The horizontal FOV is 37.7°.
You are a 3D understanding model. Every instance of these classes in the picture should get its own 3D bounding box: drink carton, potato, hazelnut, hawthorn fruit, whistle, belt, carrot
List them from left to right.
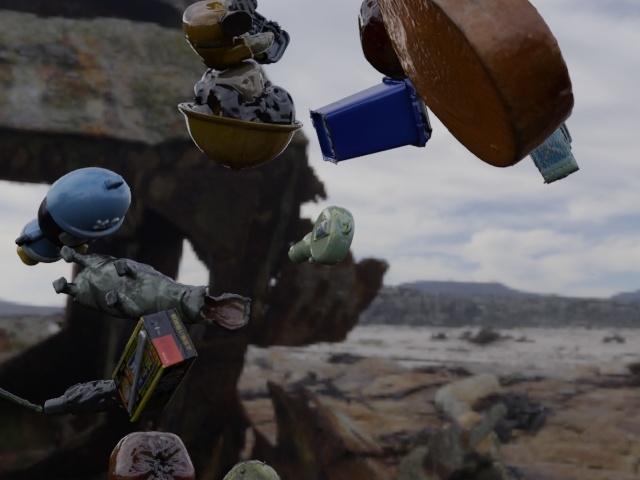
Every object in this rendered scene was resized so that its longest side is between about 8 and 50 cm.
[{"bbox_3d":[-0.417,0.573,2.264,0.208,0.208,0.248,5,-34,-23],"label":"hawthorn fruit"},{"bbox_3d":[-0.207,0.155,1.147,0.056,0.071,0.166,-18,-24,-33],"label":"drink carton"},{"bbox_3d":[-0.133,0.469,1.551,0.117,0.226,0.090,22,8,21],"label":"potato"},{"bbox_3d":[0.000,0.000,1.973,0.067,0.126,0.258,17,-20,-21],"label":"whistle"},{"bbox_3d":[0.148,-0.371,1.651,0.160,0.170,0.201,-9,2,19],"label":"hazelnut"},{"bbox_3d":[0.187,-0.242,1.208,0.100,0.307,0.258,-36,-9,-14],"label":"carrot"},{"bbox_3d":[0.400,-0.183,1.665,0.082,0.163,0.147,-27,-8,16],"label":"belt"}]

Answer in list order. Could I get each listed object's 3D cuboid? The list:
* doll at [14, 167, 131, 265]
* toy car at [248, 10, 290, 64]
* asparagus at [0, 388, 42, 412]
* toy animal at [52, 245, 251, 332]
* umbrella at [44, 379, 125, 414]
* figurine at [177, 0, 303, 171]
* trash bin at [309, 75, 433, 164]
[{"bbox_3d":[-0.486,-0.046,1.861,0.314,0.141,0.177,-36,-13,36],"label":"doll"},{"bbox_3d":[-0.176,-0.485,2.214,0.191,0.097,0.100,31,-28,-14],"label":"toy car"},{"bbox_3d":[-0.658,0.340,2.017,0.127,0.015,0.018,29,31,-12],"label":"asparagus"},{"bbox_3d":[-0.301,0.095,1.638,0.343,0.106,0.168,12,-8,19],"label":"toy animal"},{"bbox_3d":[-0.396,0.279,1.697,0.235,0.066,0.059,-13,-10,20],"label":"umbrella"},{"bbox_3d":[-0.134,-0.229,1.394,0.167,0.257,0.192,-24,27,-9],"label":"figurine"},{"bbox_3d":[0.107,-0.269,2.042,0.234,0.184,0.162,-19,15,-13],"label":"trash bin"}]
